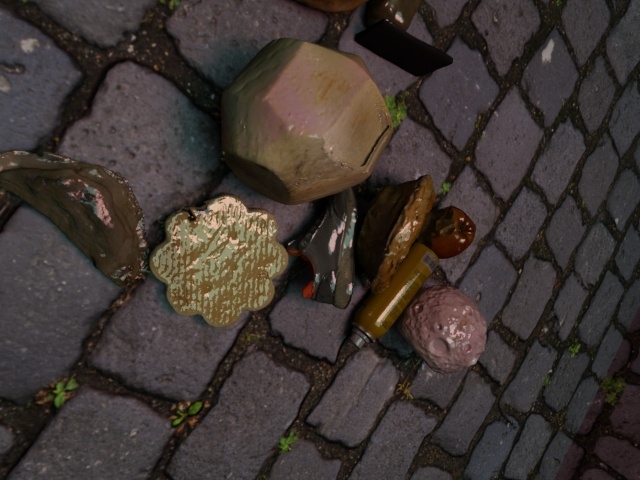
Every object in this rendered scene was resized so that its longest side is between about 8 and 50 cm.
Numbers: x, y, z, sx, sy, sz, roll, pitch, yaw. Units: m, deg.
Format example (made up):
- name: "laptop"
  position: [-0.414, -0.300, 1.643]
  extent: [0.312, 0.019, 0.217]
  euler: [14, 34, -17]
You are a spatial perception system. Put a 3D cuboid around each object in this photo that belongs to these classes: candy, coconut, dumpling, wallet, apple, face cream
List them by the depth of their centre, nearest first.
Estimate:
- name: "dumpling"
  position: [-0.427, -0.057, 0.770]
  extent: [0.166, 0.086, 0.332]
  euler: [-46, 123, -13]
- name: "coconut"
  position: [-0.022, -0.239, 0.847]
  extent: [0.353, 0.353, 0.352]
  euler: [-7, 103, -30]
- name: "candy"
  position: [0.205, -0.629, 1.030]
  extent: [0.104, 0.102, 0.234]
  euler: [33, 84, -32]
- name: "wallet"
  position: [0.217, -0.489, 1.050]
  extent: [0.244, 0.124, 0.025]
  euler: [12, 85, -33]
- name: "face cream"
  position: [0.204, 0.164, 1.182]
  extent: [0.348, 0.105, 0.105]
  euler: [-49, 120, -14]
- name: "apple"
  position: [0.376, -0.023, 1.219]
  extent: [0.156, 0.158, 0.147]
  euler: [-52, 123, -17]

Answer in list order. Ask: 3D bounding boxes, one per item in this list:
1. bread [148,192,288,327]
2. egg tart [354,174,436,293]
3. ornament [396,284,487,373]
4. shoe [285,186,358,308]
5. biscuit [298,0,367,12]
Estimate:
- name: "bread"
  position: [-0.221, 0.044, 0.930]
  extent: [0.316, 0.054, 0.316]
  euler: [-6, 101, -30]
- name: "egg tart"
  position: [0.182, -0.031, 1.059]
  extent: [0.352, 0.150, 0.352]
  euler: [-59, 166, -24]
- name: "ornament"
  position: [0.364, 0.256, 1.205]
  extent: [0.225, 0.259, 0.259]
  euler: [-41, 118, -3]
- name: "shoe"
  position: [0.000, 0.000, 1.028]
  extent: [0.171, 0.132, 0.336]
  euler: [3, 80, -2]
- name: "biscuit"
  position: [-0.003, -0.739, 0.881]
  extent: [0.446, 0.104, 0.429]
  euler: [12, 94, -30]
